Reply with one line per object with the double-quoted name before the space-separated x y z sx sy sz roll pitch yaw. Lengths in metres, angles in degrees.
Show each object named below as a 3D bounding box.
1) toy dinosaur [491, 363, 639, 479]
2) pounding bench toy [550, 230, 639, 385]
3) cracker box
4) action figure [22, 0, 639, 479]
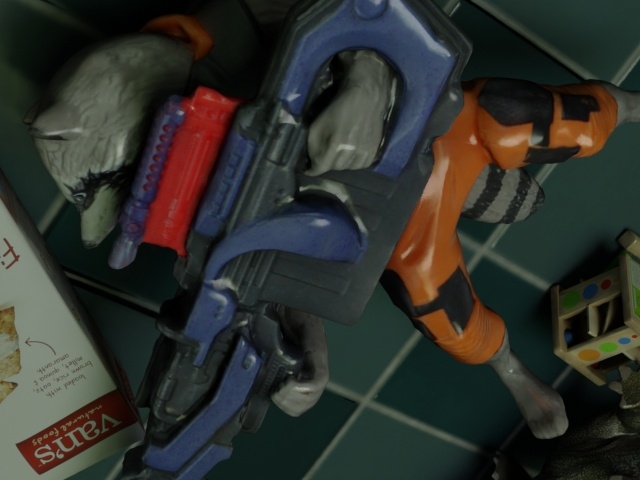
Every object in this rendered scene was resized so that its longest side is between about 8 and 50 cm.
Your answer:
"toy dinosaur" 0.234 0.159 0.812 0.314 0.121 0.160 -3 157 -7
"pounding bench toy" 0.184 0.040 0.790 0.065 0.083 0.052 -28 131 36
"cracker box" -0.208 0.043 0.619 0.156 0.067 0.232 -28 126 -5
"action figure" 0.000 0.000 0.625 0.330 0.178 0.341 19 118 -26
